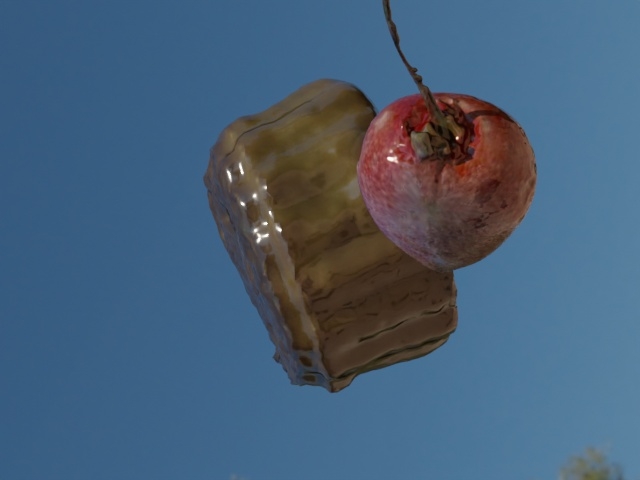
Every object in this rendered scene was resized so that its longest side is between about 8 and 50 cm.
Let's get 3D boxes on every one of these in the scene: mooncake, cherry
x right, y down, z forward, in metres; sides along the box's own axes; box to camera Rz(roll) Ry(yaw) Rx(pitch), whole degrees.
[{"bbox_3d":[0.000,-0.002,1.567,0.187,0.324,0.324,-21,-52,-9],"label":"mooncake"},{"bbox_3d":[0.076,-0.071,0.849,0.090,0.107,0.225,-55,-24,-43],"label":"cherry"}]
